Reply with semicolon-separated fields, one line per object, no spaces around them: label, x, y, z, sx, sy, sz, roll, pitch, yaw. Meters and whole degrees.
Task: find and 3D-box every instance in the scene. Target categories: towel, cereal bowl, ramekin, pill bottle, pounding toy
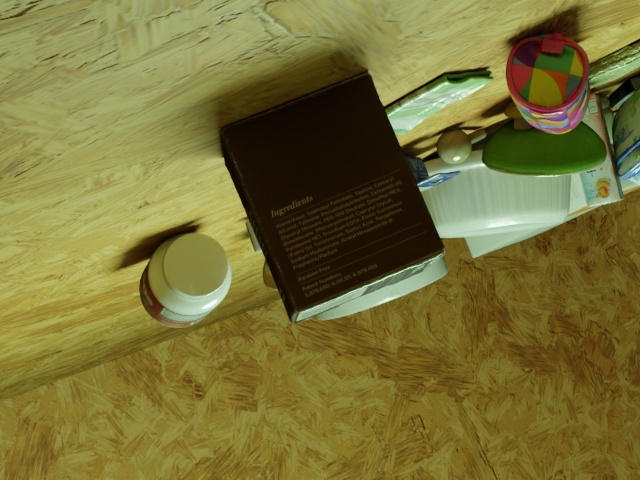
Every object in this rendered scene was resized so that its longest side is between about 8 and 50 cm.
towel;0.125;-0.163;1.507;0.152;0.023;0.113;-27;173;39
towel;0.443;-0.259;1.807;0.148;0.027;0.110;-26;174;30
cereal bowl;0.122;0.064;2.913;0.339;0.141;0.339;-19;-176;1
ramekin;0.298;-0.079;2.109;0.272;0.127;0.273;-6;177;0
pill bottle;-0.197;0.055;1.822;0.121;0.121;0.216;-21;174;-17
pounding toy;0.305;-0.174;1.842;0.236;0.110;0.183;8;-157;29

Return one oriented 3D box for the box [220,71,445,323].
box;0.009;-0.038;1.309;0.167;0.203;0.168;-22;175;-5

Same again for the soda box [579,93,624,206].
soda box;0.454;-0.150;2.072;0.058;0.183;0.063;-13;178;20

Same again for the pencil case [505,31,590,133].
pencil case;0.277;-0.189;1.500;0.104;0.104;0.236;-23;176;11

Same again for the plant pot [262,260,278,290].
plant pot;0.000;0.000;2.085;0.236;0.032;0.236;-27;-159;11

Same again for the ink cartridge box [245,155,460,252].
ink cartridge box;0.054;-0.067;1.942;0.311;0.065;0.186;-21;177;17

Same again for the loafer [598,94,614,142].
loafer;0.461;-0.184;2.254;0.102;0.092;0.268;-22;174;-8

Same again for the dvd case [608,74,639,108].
dvd case;0.638;-0.300;2.197;0.253;0.022;0.180;-22;174;-3

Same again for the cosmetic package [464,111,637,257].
cosmetic package;0.496;-0.118;2.667;0.230;0.162;0.453;-19;174;-27

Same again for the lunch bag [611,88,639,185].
lunch bag;0.570;-0.193;2.019;0.090;0.176;0.219;22;142;-20
